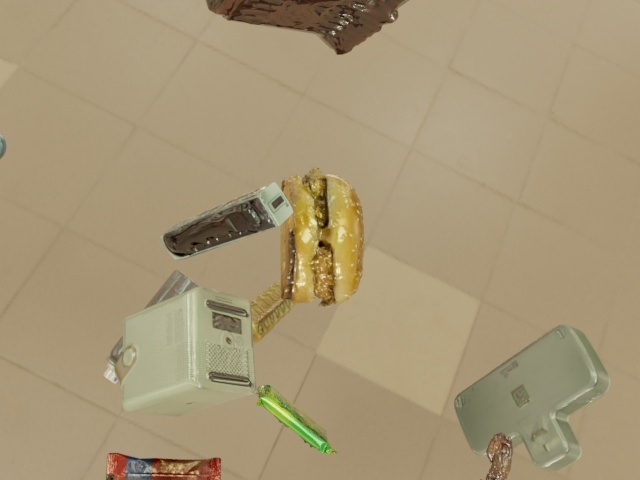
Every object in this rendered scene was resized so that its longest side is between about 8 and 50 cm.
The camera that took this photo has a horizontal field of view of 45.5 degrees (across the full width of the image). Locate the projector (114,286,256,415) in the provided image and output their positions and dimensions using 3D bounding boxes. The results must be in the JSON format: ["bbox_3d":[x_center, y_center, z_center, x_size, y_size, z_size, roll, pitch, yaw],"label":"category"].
[{"bbox_3d":[-0.239,0.201,1.331,0.163,0.243,0.177,20,56,-44],"label":"projector"}]

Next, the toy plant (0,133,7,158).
[{"bbox_3d":[-0.841,-0.220,1.710,0.247,0.247,0.332,3,35,-13],"label":"toy plant"}]

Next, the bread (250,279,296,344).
[{"bbox_3d":[-0.136,0.179,1.951,0.077,0.367,0.084,-4,102,18],"label":"bread"}]

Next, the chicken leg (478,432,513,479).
[{"bbox_3d":[0.228,0.288,0.984,0.036,0.021,0.083,15,96,11],"label":"chicken leg"}]

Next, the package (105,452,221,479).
[{"bbox_3d":[-0.273,0.415,1.332,0.201,0.022,0.083,7,53,-16],"label":"package"}]

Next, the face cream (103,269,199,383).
[{"bbox_3d":[-0.383,0.195,1.712,0.073,0.073,0.283,36,77,5],"label":"face cream"}]

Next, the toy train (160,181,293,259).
[{"bbox_3d":[-0.117,-0.017,0.886,0.047,0.208,0.043,-46,110,-42],"label":"toy train"}]

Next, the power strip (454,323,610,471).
[{"bbox_3d":[0.357,0.282,1.262,0.059,0.265,0.193,24,36,-40],"label":"power strip"}]

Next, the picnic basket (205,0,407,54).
[{"bbox_3d":[-0.006,-0.269,0.548,0.129,0.297,0.222,-17,85,-32],"label":"picnic basket"}]

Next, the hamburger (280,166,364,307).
[{"bbox_3d":[0.000,-0.009,1.056,0.118,0.181,0.191,-1,51,-10],"label":"hamburger"}]

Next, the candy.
[{"bbox_3d":[-0.045,0.336,1.430,0.178,0.102,0.032,39,91,-4],"label":"candy"}]
